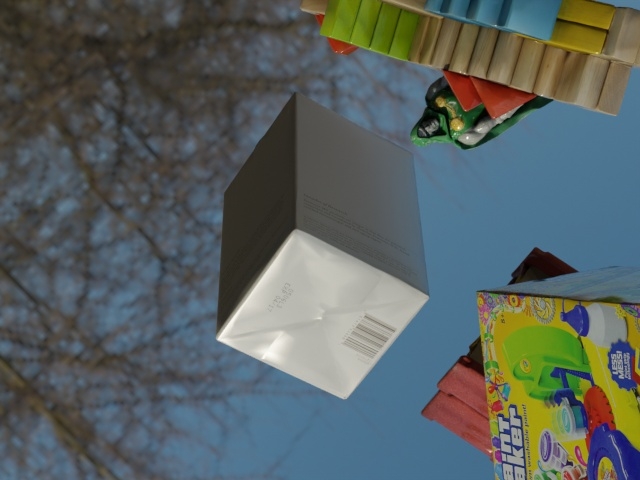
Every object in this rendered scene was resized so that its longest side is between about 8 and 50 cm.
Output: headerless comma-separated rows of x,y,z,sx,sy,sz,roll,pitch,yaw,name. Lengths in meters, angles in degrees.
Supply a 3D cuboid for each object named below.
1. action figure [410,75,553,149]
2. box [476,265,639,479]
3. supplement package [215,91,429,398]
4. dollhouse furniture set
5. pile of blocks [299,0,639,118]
0.185,-0.166,1.583,0.232,0.137,0.063,-38,164,-1,action figure
0.307,0.181,1.475,0.177,0.290,0.279,-9,-175,-28,box
0.000,0.000,1.815,0.177,0.175,0.293,-53,-159,29,supplement package
0.330,0.206,1.837,0.201,0.374,0.152,-50,171,-31,dollhouse furniture set
0.105,-0.171,1.327,0.362,0.149,0.113,19,-85,34,pile of blocks
